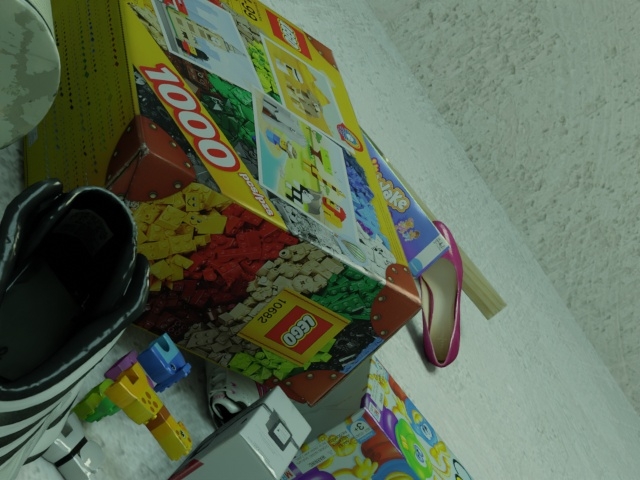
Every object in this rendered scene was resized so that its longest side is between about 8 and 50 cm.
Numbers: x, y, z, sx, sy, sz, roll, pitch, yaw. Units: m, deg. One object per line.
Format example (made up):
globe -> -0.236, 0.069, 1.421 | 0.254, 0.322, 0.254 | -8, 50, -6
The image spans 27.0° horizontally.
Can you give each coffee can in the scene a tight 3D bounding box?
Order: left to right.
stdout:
coffee can -> -0.353, -0.238, 1.242 | 0.201, 0.202, 0.275 | 41, 22, -42

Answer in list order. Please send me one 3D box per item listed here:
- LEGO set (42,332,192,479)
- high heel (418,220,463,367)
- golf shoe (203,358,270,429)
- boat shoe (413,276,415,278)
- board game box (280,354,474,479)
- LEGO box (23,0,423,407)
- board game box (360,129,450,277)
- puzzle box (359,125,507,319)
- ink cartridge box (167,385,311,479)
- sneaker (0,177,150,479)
LEGO set -> -0.164, 0.163, 1.232 | 0.093, 0.087, 0.227 | 54, 18, -6
high heel -> 0.201, 0.092, 2.269 | 0.117, 0.082, 0.244 | -66, 158, -80
golf shoe -> -0.091, 0.164, 1.464 | 0.086, 0.067, 0.186 | 24, 36, -60
boat shoe -> 0.151, 0.035, 2.368 | 0.070, 0.078, 0.219 | 55, 15, -1
board game box -> 0.082, 0.298, 1.566 | 0.275, 0.144, 0.142 | 51, 18, -14
LEGO box -> -0.130, -0.106, 1.509 | 0.373, 0.193, 0.500 | 29, 28, -33
board game box -> 0.042, -0.109, 2.170 | 0.347, 0.078, 0.233 | 51, -8, -19
puzzle box -> 0.186, -0.048, 2.562 | 0.409, 0.052, 0.272 | 49, 5, -23
ink cartridge box -> -0.081, 0.216, 1.320 | 0.063, 0.109, 0.150 | 52, 17, -2
sneaker -> -0.201, 0.052, 1.005 | 0.169, 0.257, 0.447 | 43, 19, -13
